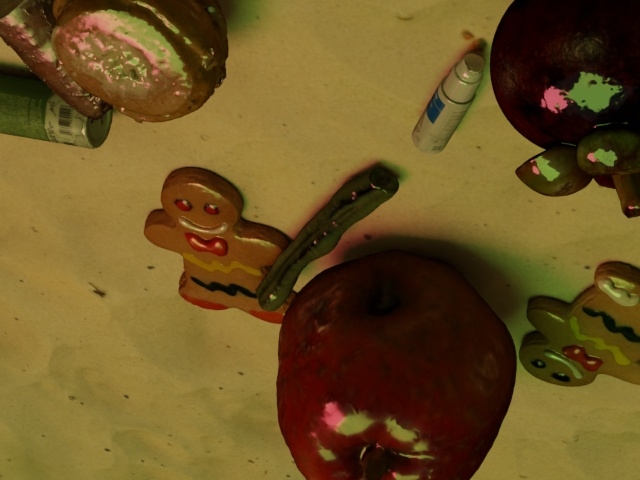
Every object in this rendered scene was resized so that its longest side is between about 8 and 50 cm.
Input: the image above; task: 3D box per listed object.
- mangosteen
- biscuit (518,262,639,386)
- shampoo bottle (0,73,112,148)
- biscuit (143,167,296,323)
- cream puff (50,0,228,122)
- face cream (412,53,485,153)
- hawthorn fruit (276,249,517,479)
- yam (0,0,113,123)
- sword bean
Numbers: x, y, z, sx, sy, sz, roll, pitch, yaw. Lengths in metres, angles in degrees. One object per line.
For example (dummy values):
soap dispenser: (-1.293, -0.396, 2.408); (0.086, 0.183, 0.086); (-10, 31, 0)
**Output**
mangosteen: (0.219, -0.115, 1.282); (0.200, 0.200, 0.200); (15, 148, 10)
biscuit: (0.284, 0.102, 1.729); (0.158, 0.035, 0.240); (30, 147, -11)
shampoo bottle: (-0.311, -0.133, 1.689); (0.204, 0.065, 0.065); (10, 147, 17)
biscuit: (-0.112, 0.011, 1.819); (0.165, 0.036, 0.250); (9, 147, 17)
cream puff: (-0.152, -0.182, 1.470); (0.150, 0.115, 0.165); (-19, 122, 38)
face cream: (0.114, -0.121, 1.483); (0.034, 0.034, 0.130); (23, 149, -4)
hawthorn fruit: (0.070, 0.145, 1.714); (0.258, 0.262, 0.258); (14, 163, 4)
yam: (-0.235, -0.180, 1.564); (0.079, 0.079, 0.141); (-12, 135, 42)
sword bean: (0.000, 0.000, 1.716); (0.269, 0.038, 0.043); (-46, 66, 49)
